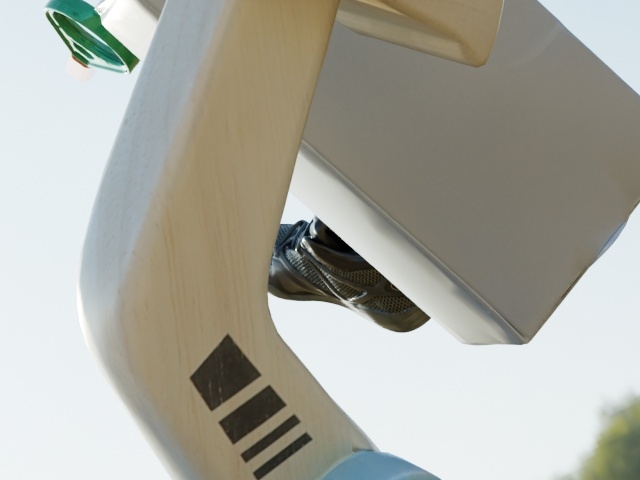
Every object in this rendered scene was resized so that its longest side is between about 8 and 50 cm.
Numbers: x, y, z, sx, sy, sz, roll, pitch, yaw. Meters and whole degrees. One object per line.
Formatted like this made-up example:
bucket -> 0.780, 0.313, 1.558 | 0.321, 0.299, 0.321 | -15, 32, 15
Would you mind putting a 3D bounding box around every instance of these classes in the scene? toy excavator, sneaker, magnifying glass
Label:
toy excavator -> -0.023, 0.121, 0.730 | 0.433, 0.222, 0.445 | -49, -48, -17
sneaker -> 0.000, 0.000, 1.717 | 0.087, 0.227, 0.130 | -46, -48, -25
magnifying glass -> -0.204, -0.170, 1.651 | 0.026, 0.092, 0.231 | -55, 6, -12

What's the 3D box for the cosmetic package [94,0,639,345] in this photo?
cosmetic package -> 0.031, -0.072, 0.846 | 0.127, 0.238, 0.107 | -48, 10, -11
